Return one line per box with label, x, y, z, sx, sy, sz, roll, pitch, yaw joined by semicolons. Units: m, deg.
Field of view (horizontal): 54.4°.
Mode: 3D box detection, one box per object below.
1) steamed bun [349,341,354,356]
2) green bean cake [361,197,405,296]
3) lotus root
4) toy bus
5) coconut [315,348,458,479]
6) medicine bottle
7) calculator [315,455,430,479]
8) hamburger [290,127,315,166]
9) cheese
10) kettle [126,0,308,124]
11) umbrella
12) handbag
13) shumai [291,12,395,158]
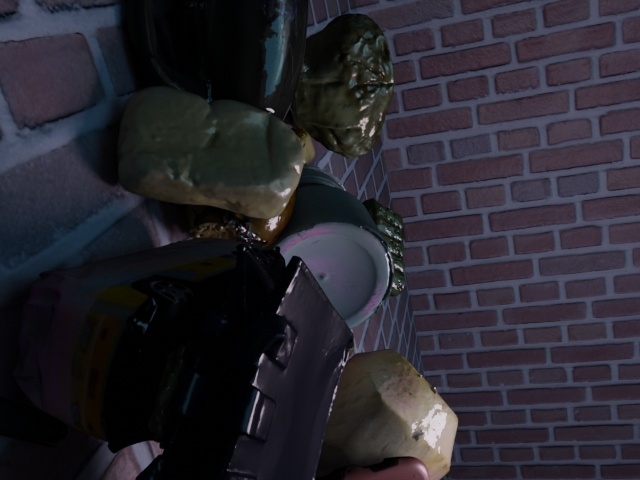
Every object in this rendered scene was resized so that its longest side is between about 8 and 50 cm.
steamed bun;-0.045;0.157;1.316;0.212;0.110;0.231;11;51;-58
green bean cake;0.093;0.052;1.578;0.132;0.241;0.255;28;52;-33
lotus root;-0.121;-0.077;1.029;0.314;0.170;0.141;-71;157;-50
toy bus;-0.185;0.098;0.738;0.386;0.163;0.171;-21;121;-72
coconut;0.113;0.428;1.361;0.353;0.353;0.352;-7;90;-74
medicine bottle;-0.010;0.003;1.187;0.290;0.245;0.245;-107;180;-59
calculator;0.076;0.529;1.193;0.048;0.330;0.220;-132;-151;-73
hamburger;-0.078;-0.185;1.306;0.141;0.127;0.081;-56;129;-34
cheese;-0.148;-0.118;0.873;0.093;0.263;0.159;138;-46;-55
kettle;-0.159;-0.322;0.991;0.321;0.228;0.324;9;77;-46
umbrella;-0.292;0.170;0.595;0.133;0.031;0.036;58;31;-57
handbag;-0.074;0.191;0.666;0.329;0.122;0.303;64;40;-65
shumai;-0.022;-0.328;1.377;0.289;0.292;0.329;-20;103;-43
